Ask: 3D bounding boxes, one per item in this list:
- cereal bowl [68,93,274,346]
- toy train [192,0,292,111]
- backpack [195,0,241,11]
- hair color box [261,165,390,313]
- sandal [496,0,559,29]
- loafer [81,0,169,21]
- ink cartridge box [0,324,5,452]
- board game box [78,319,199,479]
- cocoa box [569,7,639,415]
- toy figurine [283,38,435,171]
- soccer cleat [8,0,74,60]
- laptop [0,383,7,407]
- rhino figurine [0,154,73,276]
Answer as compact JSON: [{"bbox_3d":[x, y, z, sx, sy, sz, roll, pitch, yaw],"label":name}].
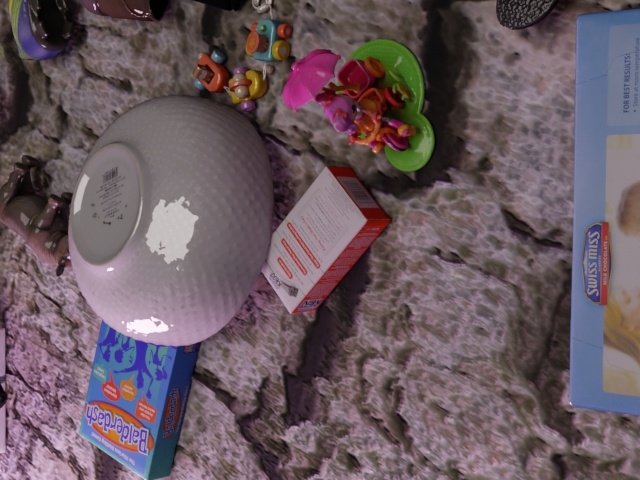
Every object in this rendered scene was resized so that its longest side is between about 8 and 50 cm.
[{"bbox_3d":[-0.223,-0.033,1.525,0.339,0.141,0.339,-11,74,44],"label":"cereal bowl"},{"bbox_3d":[-0.110,-0.240,1.523,0.166,0.046,0.125,-50,62,30],"label":"toy train"},{"bbox_3d":[-0.128,-0.372,1.501,0.120,0.098,0.101,-45,61,33],"label":"backpack"},{"bbox_3d":[0.000,0.000,1.435,0.167,0.053,0.093,-50,61,28],"label":"hair color box"},{"bbox_3d":[0.246,-0.299,1.235,0.067,0.040,0.179,30,96,29],"label":"sandal"},{"bbox_3d":[-0.208,-0.455,1.565,0.130,0.134,0.366,27,121,12],"label":"loafer"},{"bbox_3d":[-0.588,0.237,1.910,0.153,0.087,0.208,2,93,40],"label":"ink cartridge box"},{"bbox_3d":[-0.258,0.209,1.660,0.160,0.047,0.210,23,106,37],"label":"board game box"},{"bbox_3d":[0.366,-0.024,1.014,0.231,0.228,0.347,2,93,40],"label":"cocoa box"},{"bbox_3d":[0.032,-0.154,1.334,0.130,0.159,0.173,-42,66,33],"label":"toy figurine"},{"bbox_3d":[-0.441,-0.410,1.767,0.121,0.093,0.289,-16,81,46],"label":"soccer cleat"},{"bbox_3d":[-0.667,0.264,1.911,0.408,0.236,0.382,-40,61,5],"label":"laptop"},{"bbox_3d":[-0.406,-0.024,1.761,0.243,0.073,0.106,40,112,30],"label":"rhino figurine"}]
